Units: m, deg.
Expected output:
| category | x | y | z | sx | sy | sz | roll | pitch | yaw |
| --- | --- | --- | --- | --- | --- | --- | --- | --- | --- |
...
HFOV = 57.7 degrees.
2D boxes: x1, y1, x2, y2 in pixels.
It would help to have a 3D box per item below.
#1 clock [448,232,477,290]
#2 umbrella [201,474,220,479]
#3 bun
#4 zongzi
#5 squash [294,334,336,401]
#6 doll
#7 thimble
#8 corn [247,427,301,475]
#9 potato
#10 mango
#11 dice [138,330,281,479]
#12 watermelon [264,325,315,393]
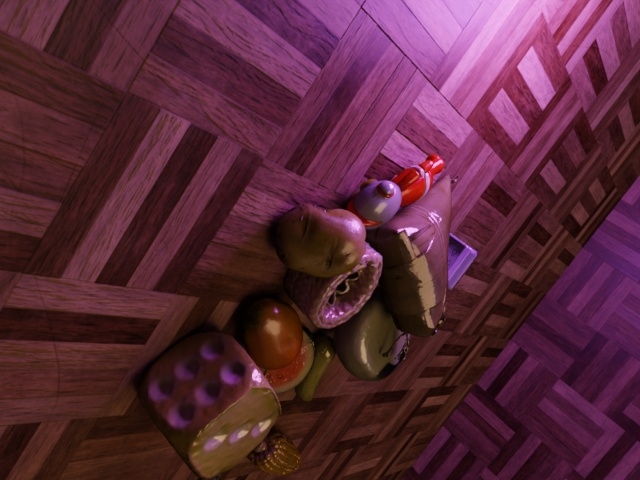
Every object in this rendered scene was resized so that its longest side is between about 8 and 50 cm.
| category | x | y | z | sx | sy | sz | roll | pitch | yaw |
| --- | --- | --- | --- | --- | --- | --- | --- | --- | --- |
| clock | 0.339 | 0.036 | 1.703 | 0.145 | 0.193 | 0.073 | -55 | 146 | 7 |
| umbrella | -0.302 | 0.678 | 1.731 | 0.050 | 0.046 | 0.188 | 35 | 96 | -19 |
| bun | 0.132 | 0.266 | 1.695 | 0.283 | 0.179 | 0.283 | -5 | 97 | -49 |
| zongzi | 0.303 | 0.084 | 1.616 | 0.418 | 0.181 | 0.447 | -40 | 124 | -40 |
| squash | -0.020 | 0.383 | 1.739 | 0.083 | 0.083 | 0.250 | -12 | 134 | -44 |
| doll | 0.168 | -0.111 | 1.423 | 0.336 | 0.105 | 0.200 | -32 | 168 | -34 |
| thimble | 0.029 | 0.092 | 1.432 | 0.196 | 0.148 | 0.229 | 3 | 121 | -48 |
| corn | -0.144 | 0.681 | 1.856 | 0.130 | 0.130 | 0.347 | -43 | 148 | -10 |
| potato | 0.000 | 0.003 | 1.281 | 0.154 | 0.200 | 0.137 | 101 | -4 | -56 |
| mango | -0.115 | 0.222 | 1.415 | 0.151 | 0.120 | 0.221 | -29 | 135 | -27 |
| dice | -0.246 | 0.360 | 1.300 | 0.238 | 0.227 | 0.233 | -36 | 146 | -21 |
| watermelon | -0.082 | 0.341 | 1.639 | 0.119 | 0.063 | 0.245 | 21 | 110 | -24 |
